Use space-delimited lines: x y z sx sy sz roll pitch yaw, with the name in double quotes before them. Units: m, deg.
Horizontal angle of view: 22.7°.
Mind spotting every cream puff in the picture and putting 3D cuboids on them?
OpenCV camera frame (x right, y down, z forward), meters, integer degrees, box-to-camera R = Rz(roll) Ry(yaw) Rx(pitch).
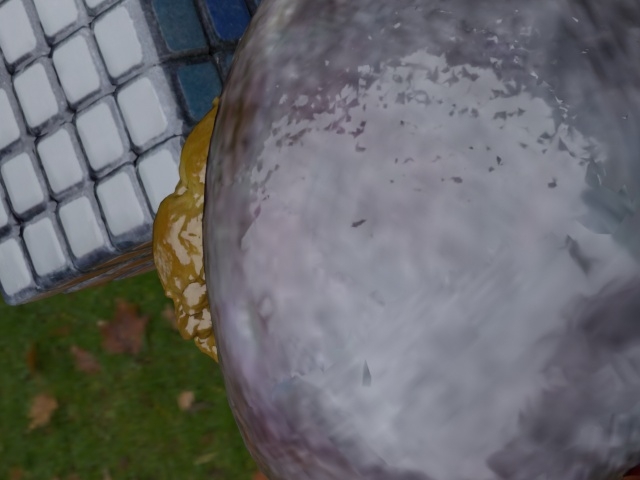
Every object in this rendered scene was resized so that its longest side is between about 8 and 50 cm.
"cream puff" 0.000 0.000 0.733 0.115 0.150 0.165 -118 23 -48

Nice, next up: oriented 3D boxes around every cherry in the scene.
"cherry" 0.057 -0.007 0.451 0.195 0.195 0.195 3 96 35

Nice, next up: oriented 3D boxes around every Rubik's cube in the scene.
"Rubik's cube" -0.107 -0.114 1.087 0.238 0.237 0.237 -26 85 42
